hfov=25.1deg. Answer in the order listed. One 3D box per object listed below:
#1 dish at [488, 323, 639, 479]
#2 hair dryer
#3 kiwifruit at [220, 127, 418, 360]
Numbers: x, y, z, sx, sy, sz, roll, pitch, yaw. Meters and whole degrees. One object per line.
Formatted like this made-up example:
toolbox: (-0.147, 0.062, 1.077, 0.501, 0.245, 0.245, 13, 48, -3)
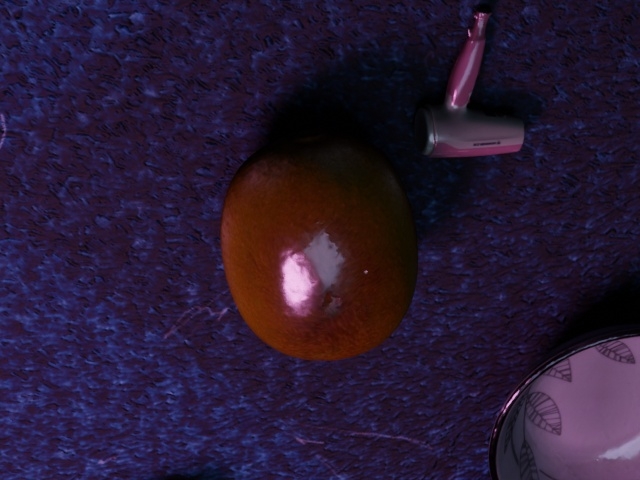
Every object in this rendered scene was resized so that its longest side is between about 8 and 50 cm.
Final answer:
dish: (0.331, 0.195, 1.645, 0.316, 0.106, 0.316, -5, 126, -7)
hair dryer: (0.153, -0.155, 1.419, 0.106, 0.054, 0.154, -3, 120, -10)
kiwifruit: (0.000, 0.000, 1.420, 0.196, 0.196, 0.234, -4, 118, -5)
